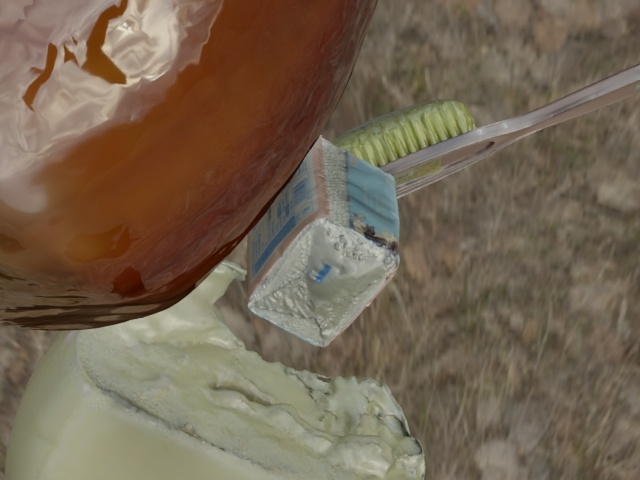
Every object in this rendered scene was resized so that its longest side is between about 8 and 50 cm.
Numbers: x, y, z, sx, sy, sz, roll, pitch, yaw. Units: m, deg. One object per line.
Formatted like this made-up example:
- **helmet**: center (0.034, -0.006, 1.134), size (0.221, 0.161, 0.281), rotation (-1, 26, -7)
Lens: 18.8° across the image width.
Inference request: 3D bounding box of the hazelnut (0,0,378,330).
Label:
- **hazelnut**: center (-0.121, -0.126, 0.762), size (0.315, 0.372, 0.372), rotation (44, 80, -20)

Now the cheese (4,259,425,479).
- **cheese**: center (-0.070, 0.148, 1.254), size (0.266, 0.127, 0.233), rotation (28, 118, -12)

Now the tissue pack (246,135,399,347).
- **tissue pack**: center (0.000, 0.000, 0.993), size (0.058, 0.094, 0.074), rotation (33, 114, -19)

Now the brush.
- **brush**: center (0.132, -0.099, 1.550), size (0.313, 0.072, 0.067), rotation (-22, 80, 1)
